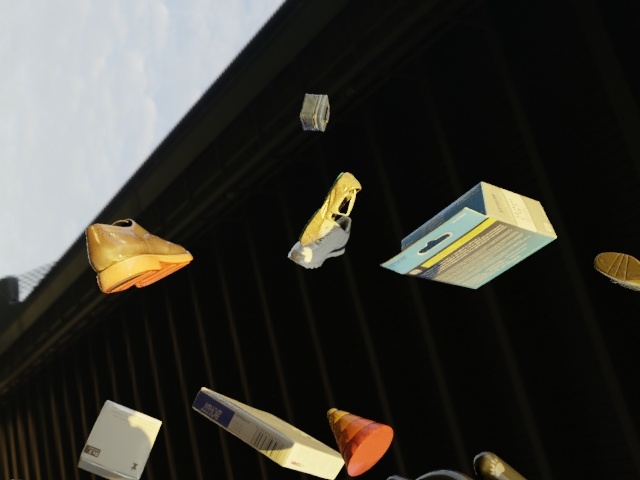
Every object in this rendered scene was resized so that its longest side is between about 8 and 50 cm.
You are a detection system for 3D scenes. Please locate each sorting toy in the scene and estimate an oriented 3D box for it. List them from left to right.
[{"bbox_3d":[0.000,0.482,1.530,0.126,0.127,0.365,40,-72,33],"label":"sorting toy"}]

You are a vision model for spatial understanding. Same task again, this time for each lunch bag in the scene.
[{"bbox_3d":[-0.010,-0.328,1.957,0.065,0.067,0.098,4,-120,14],"label":"lunch bag"}]

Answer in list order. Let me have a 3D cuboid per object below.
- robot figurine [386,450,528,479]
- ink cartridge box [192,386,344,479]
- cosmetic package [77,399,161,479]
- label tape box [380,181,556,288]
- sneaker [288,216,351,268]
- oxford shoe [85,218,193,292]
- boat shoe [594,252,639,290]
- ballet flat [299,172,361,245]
[{"bbox_3d":[0.186,0.400,0.963,0.209,0.278,0.173,-45,-155,18],"label":"robot figurine"},{"bbox_3d":[-0.113,0.500,1.924,0.324,0.330,0.071,20,-103,37],"label":"ink cartridge box"},{"bbox_3d":[-0.507,0.513,1.907,0.183,0.151,0.151,-48,-160,60],"label":"cosmetic package"},{"bbox_3d":[0.320,-0.013,1.691,0.249,0.348,0.115,-39,-127,35],"label":"label tape box"},{"bbox_3d":[0.000,0.000,1.966,0.090,0.235,0.094,35,-59,16],"label":"sneaker"},{"bbox_3d":[-0.359,0.015,1.536,0.130,0.364,0.132,-28,-93,5],"label":"oxford shoe"},{"bbox_3d":[0.560,0.066,1.341,0.153,0.056,0.048,17,-30,26],"label":"boat shoe"},{"bbox_3d":[0.027,-0.064,1.795,0.067,0.073,0.206,34,-85,19],"label":"ballet flat"}]
